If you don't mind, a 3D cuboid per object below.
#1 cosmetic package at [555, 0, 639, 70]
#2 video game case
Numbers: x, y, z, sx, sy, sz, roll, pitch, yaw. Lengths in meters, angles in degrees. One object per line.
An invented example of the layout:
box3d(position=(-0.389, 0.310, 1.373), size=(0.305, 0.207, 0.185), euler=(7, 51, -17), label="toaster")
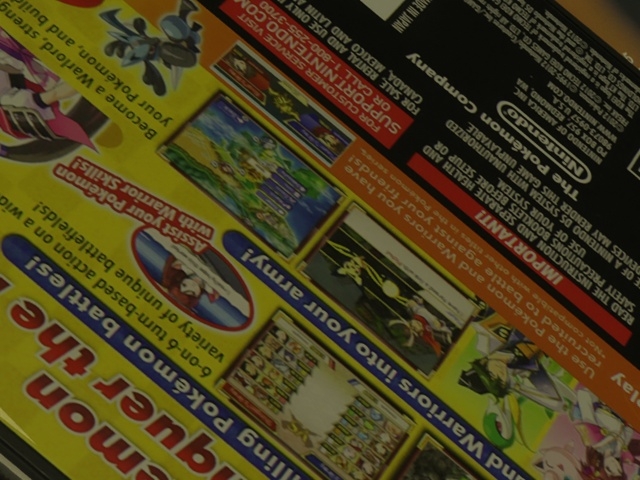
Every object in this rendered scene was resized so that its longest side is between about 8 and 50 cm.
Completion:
box3d(position=(0.001, -0.098, 0.635), size=(0.284, 0.097, 0.377), euler=(47, 44, 15), label="cosmetic package")
box3d(position=(0.000, 0.000, 0.457), size=(0.275, 0.035, 0.248), euler=(40, 44, 1), label="video game case")
